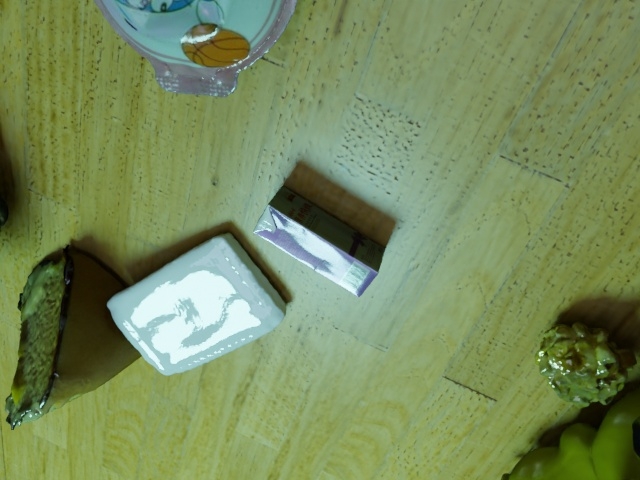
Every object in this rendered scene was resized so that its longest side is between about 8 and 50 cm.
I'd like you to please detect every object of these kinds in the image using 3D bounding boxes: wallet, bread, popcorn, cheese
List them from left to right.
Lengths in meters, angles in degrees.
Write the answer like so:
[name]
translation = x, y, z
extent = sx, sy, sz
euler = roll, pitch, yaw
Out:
[bread]
translation = -0.304, 0.103, 0.665
extent = 0.140, 0.169, 0.160
euler = -28, 94, 34
[cheese]
translation = -0.098, -0.239, 0.396
extent = 0.188, 0.074, 0.286
euler = 10, 124, 12
[wallet]
translation = -0.135, 0.075, 0.631
extent = 0.183, 0.032, 0.124
euler = -29, 108, 23
[popcorn]
translation = 0.234, 0.109, 0.514
extent = 0.083, 0.057, 0.082
euler = -7, 121, 21

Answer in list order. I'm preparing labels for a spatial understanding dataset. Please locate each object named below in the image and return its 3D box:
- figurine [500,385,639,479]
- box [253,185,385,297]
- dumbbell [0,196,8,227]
[figurine]
translation = 0.281, 0.219, 0.494
extent = 0.218, 0.169, 0.327
euler = 20, 130, -4
[box]
translation = 0.000, 0.000, 0.532
extent = 0.117, 0.051, 0.036
euler = 32, 120, -1
[dumbbell]
translation = -0.436, 0.024, 0.589
extent = 0.192, 0.290, 0.192
euler = 1, 164, 0
